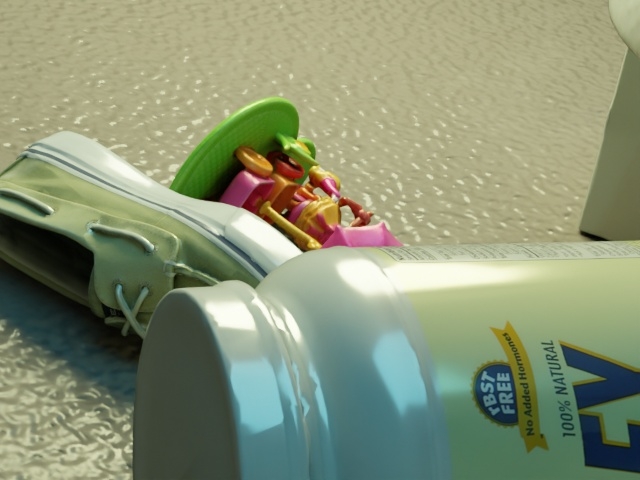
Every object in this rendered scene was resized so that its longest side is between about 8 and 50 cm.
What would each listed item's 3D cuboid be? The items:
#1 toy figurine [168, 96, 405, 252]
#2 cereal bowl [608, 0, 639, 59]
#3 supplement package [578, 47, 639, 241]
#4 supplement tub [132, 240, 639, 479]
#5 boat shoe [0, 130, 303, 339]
[{"bbox_3d":[0.000,0.000,1.304,0.159,0.130,0.173,41,15,21],"label":"toy figurine"},{"bbox_3d":[0.378,-0.193,1.298,0.339,0.141,0.339,7,33,-5],"label":"cereal bowl"},{"bbox_3d":[0.372,-0.082,1.443,0.263,0.199,0.198,22,32,19],"label":"supplement package"},{"bbox_3d":[0.084,0.118,0.971,0.325,0.235,0.235,-2,32,-20],"label":"supplement tub"},{"bbox_3d":[-0.109,0.024,1.225,0.302,0.109,0.094,26,52,36],"label":"boat shoe"}]
